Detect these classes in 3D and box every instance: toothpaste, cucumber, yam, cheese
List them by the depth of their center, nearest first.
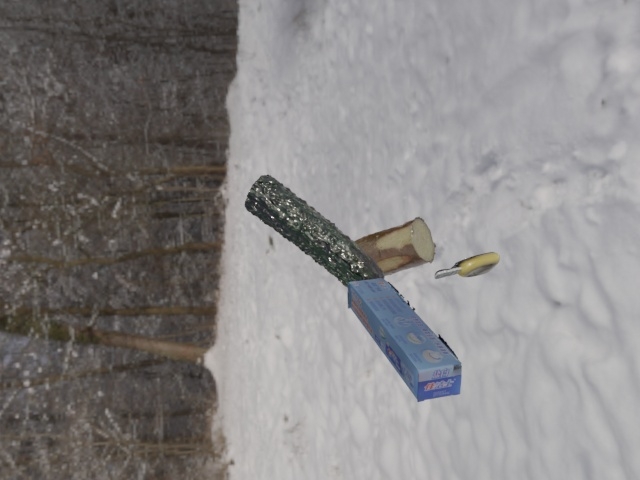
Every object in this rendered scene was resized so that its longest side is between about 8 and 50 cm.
[{"bbox_3d":[0.112,0.132,0.953,0.272,0.066,0.053,-129,34,-63],"label":"toothpaste"},{"bbox_3d":[0.000,0.000,1.380,0.359,0.096,0.096,38,162,14],"label":"cucumber"},{"bbox_3d":[0.345,0.066,1.589,0.086,0.163,0.036,122,134,-61],"label":"cheese"},{"bbox_3d":[0.196,0.030,1.896,0.128,0.238,0.129,58,-147,-21],"label":"yam"}]
